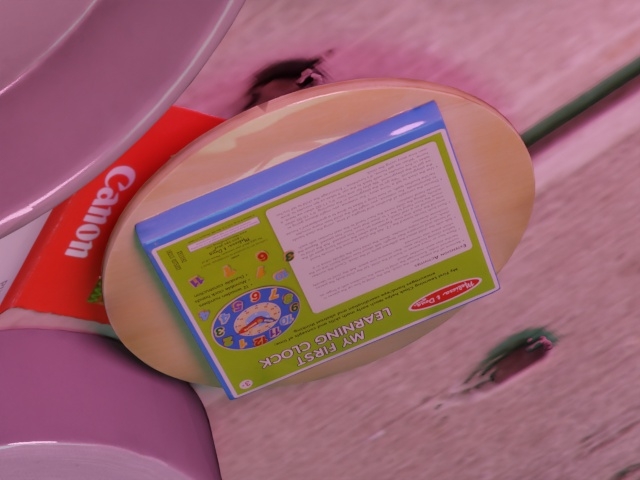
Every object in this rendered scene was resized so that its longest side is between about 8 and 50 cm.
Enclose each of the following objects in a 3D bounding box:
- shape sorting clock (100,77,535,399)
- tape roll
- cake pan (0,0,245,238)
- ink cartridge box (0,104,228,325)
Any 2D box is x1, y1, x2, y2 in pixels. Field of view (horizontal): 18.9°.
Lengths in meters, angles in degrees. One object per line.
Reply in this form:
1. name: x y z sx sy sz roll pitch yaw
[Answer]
1. shape sorting clock: 0.000 0.000 0.882 0.206 0.040 0.206 -12 138 -11
2. tape roll: -0.156 0.142 0.963 0.219 0.072 0.219 -10 139 -8
3. cake pan: -0.140 -0.109 0.637 0.293 0.054 0.293 -28 145 -22
4. ink cartridge box: -0.135 -0.006 0.831 0.179 0.045 0.145 13 131 -26
